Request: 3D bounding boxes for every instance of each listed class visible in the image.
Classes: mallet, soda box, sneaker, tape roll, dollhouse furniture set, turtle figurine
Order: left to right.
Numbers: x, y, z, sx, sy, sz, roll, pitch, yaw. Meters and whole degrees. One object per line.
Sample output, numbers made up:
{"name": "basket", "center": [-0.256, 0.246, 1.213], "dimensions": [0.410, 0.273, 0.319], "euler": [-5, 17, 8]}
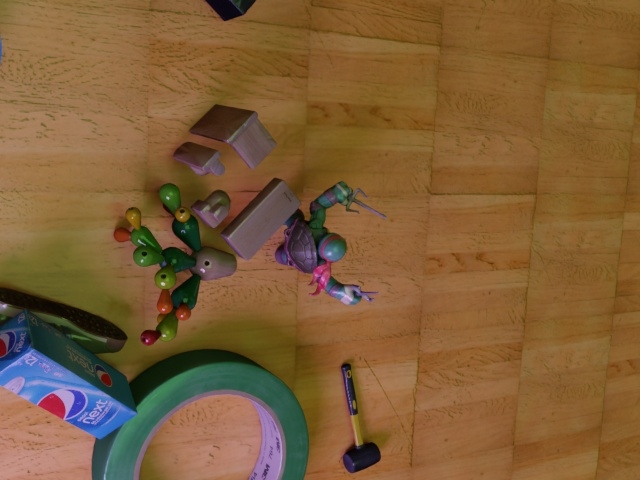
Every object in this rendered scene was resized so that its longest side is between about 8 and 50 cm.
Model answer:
{"name": "sneaker", "center": [-0.364, 0.132, 1.027], "dimensions": [0.192, 0.064, 0.086], "euler": [25, 101, -35]}
{"name": "soda box", "center": [-0.329, 0.176, 0.985], "dimensions": [0.067, 0.071, 0.210], "euler": [-35, 138, 3]}
{"name": "tape roll", "center": [-0.174, 0.327, 1.152], "dimensions": [0.321, 0.077, 0.321], "euler": [-6, 102, -28]}
{"name": "dollhouse furniture set", "center": [-0.127, -0.085, 1.090], "dimensions": [0.144, 0.123, 0.151], "euler": [-48, 124, -14]}
{"name": "turtle figurine", "center": [0.000, 0.000, 1.102], "dimensions": [0.118, 0.234, 0.175], "euler": [2, 98, -30]}
{"name": "mallet", "center": [0.051, 0.304, 1.301], "dimensions": [0.062, 0.039, 0.189], "euler": [-24, 105, -28]}

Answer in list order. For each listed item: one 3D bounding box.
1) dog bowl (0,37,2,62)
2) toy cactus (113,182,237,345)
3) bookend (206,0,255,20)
{"name": "dog bowl", "center": [-0.522, -0.209, 0.867], "dimensions": [0.297, 0.074, 0.166], "euler": [-21, 108, -25]}
{"name": "toy cactus", "center": [-0.197, 0.036, 1.082], "dimensions": [0.180, 0.112, 0.219], "euler": [7, 72, -53]}
{"name": "bookend", "center": [-0.125, -0.417, 1.055], "dimensions": [0.157, 0.072, 0.156], "euler": [43, 76, -27]}
